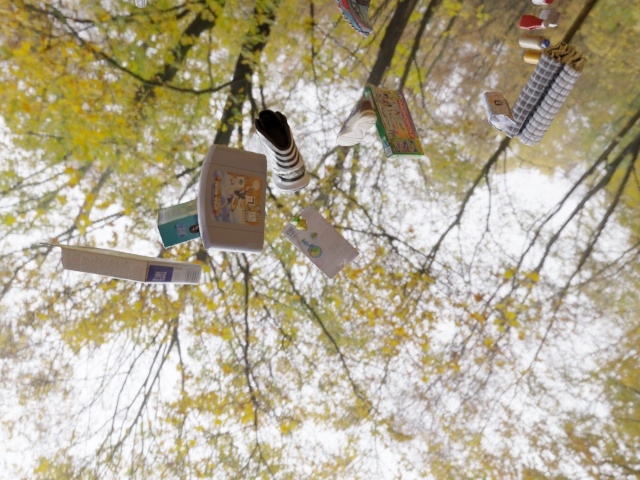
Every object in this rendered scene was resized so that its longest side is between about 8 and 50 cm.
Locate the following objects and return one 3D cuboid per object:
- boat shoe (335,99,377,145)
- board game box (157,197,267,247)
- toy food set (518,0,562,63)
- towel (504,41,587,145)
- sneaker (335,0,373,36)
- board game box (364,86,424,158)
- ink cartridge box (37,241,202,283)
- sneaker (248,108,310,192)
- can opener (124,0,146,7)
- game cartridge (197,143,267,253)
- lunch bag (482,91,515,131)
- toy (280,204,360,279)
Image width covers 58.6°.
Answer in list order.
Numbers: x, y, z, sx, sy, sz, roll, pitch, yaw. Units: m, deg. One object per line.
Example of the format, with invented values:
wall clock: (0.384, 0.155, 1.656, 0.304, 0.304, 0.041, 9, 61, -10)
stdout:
boat shoe: (0.148, -0.488, 2.393, 0.103, 0.285, 0.092, 6, -110, -20)
board game box: (-0.366, -0.090, 1.899, 0.337, 0.079, 0.254, -18, -161, -10)
toy food set: (0.682, -0.656, 1.720, 0.111, 0.232, 0.104, 9, -162, -33)
towel: (0.607, -0.406, 1.548, 0.121, 0.234, 0.284, 31, -144, 13)
sneaker: (0.095, -0.675, 1.509, 0.261, 0.125, 0.104, 68, -159, -1)
board game box: (0.321, -0.505, 2.465, 0.214, 0.046, 0.317, -8, -104, -41)
ink cartridge box: (-0.551, 0.069, 1.603, 0.331, 0.071, 0.324, 7, 178, 13)
sneaker: (-0.168, -0.387, 2.054, 0.169, 0.257, 0.447, -22, -139, -12)
can opener: (-0.442, -0.649, 1.367, 0.076, 0.095, 0.283, 17, -179, -17)
game cartridge: (-0.248, -0.115, 1.612, 0.198, 0.062, 0.296, 6, -97, -42)
lunch bag: (0.419, -0.309, 1.352, 0.083, 0.053, 0.071, 19, -128, -42)
toy: (0.000, 0.000, 1.891, 0.237, 0.137, 0.056, 43, -165, -15)
